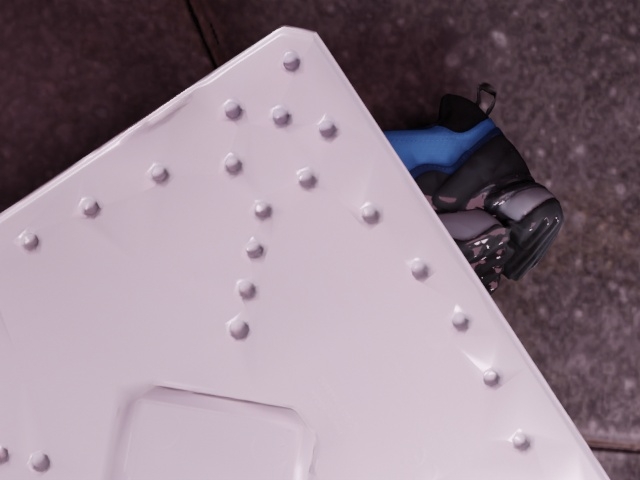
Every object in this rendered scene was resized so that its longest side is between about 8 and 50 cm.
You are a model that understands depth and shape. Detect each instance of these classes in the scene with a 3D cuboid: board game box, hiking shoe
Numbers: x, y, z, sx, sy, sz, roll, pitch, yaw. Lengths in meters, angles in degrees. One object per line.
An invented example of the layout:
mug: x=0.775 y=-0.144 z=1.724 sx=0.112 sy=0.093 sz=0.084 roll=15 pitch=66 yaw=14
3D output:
board game box: x=-0.066 y=0.139 z=0.928 sx=0.390 sy=0.050 sz=0.390 roll=-34 pitch=100 yaw=2
hiking shoe: x=0.000 y=0.000 z=1.035 sx=0.304 sy=0.113 sz=0.132 roll=-17 pitch=62 yaw=-18
